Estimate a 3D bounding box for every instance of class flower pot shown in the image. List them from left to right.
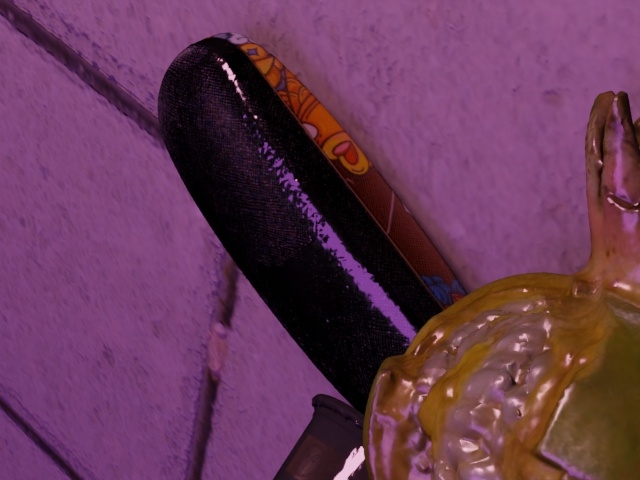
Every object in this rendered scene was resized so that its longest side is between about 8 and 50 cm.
[{"bbox_3d":[0.023,0.197,0.870,0.157,0.107,0.157,40,165,13],"label":"flower pot"}]

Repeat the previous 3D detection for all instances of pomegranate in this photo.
[{"bbox_3d":[0.154,0.077,0.647,0.236,0.236,0.302,21,93,39],"label":"pomegranate"}]

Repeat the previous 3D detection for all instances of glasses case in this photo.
[{"bbox_3d":[0.000,0.000,0.843,0.321,0.082,0.122,53,140,9],"label":"glasses case"}]
